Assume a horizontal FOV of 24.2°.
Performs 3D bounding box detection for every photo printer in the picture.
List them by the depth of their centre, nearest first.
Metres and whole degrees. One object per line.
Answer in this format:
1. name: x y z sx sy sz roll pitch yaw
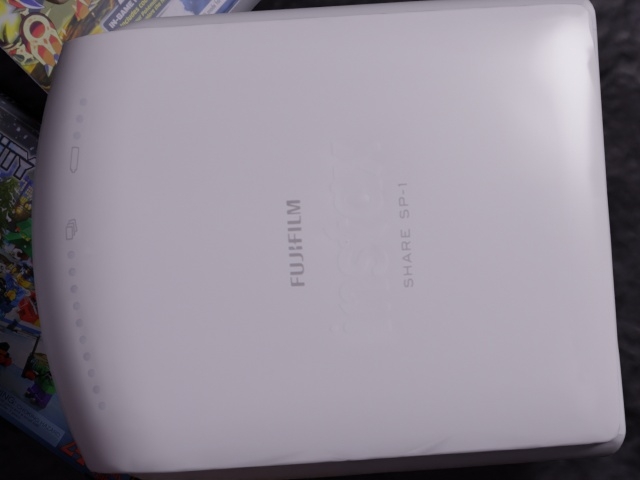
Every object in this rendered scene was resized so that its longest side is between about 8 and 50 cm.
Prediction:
1. photo printer: 0.000 0.000 0.808 0.308 0.107 0.256 -3 89 -2

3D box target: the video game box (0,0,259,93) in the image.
1. video game box: -0.120 -0.189 0.876 0.187 0.048 0.205 44 101 6

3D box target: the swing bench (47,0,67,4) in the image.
1. swing bench: -0.198 -0.296 0.788 0.255 0.165 0.253 29 90 44

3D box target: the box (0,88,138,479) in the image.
1. box: -0.170 0.023 0.904 0.233 0.044 0.159 34 100 5
